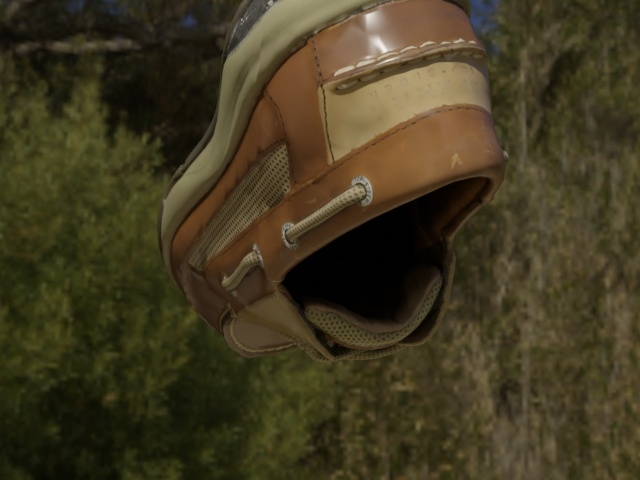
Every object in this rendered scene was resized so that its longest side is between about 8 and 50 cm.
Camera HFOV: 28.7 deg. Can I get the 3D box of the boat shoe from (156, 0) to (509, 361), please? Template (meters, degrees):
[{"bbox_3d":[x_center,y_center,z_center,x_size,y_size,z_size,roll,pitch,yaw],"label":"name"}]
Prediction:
[{"bbox_3d":[0.000,0.000,0.580,0.122,0.120,0.324,-17,-20,-16],"label":"boat shoe"}]
